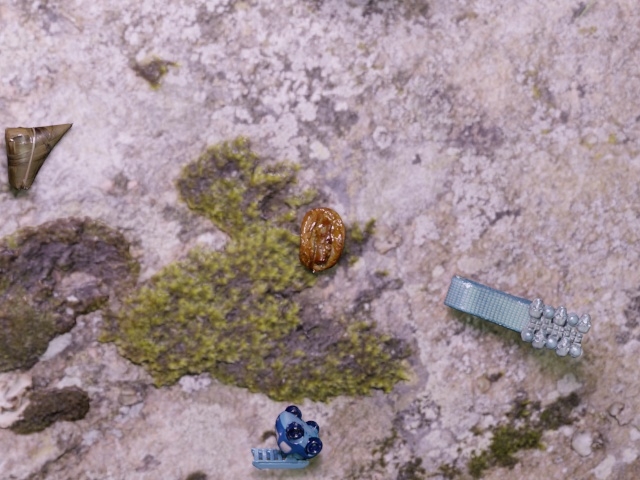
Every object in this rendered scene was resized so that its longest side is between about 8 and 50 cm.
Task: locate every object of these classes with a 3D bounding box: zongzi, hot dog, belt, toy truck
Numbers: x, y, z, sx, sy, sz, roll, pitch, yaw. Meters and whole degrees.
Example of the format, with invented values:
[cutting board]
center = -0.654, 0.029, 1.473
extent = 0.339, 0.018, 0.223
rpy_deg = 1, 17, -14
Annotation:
[zongzi]
center = -0.337, -0.102, 1.537
extent = 0.083, 0.040, 0.076
rpy_deg = -10, 111, -28
[hot dog]
center = 0.000, 0.000, 1.624
extent = 0.058, 0.035, 0.083
rpy_deg = 2, 102, -16
[belt]
center = 0.253, 0.097, 1.668
extent = 0.179, 0.100, 0.065
rpy_deg = 17, 94, -12
[toy truck]
center = -0.046, 0.268, 1.667
extent = 0.090, 0.056, 0.073
rpy_deg = -42, 113, 12
